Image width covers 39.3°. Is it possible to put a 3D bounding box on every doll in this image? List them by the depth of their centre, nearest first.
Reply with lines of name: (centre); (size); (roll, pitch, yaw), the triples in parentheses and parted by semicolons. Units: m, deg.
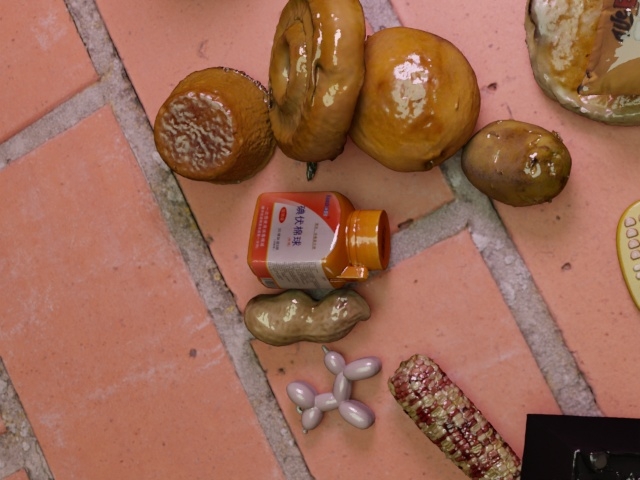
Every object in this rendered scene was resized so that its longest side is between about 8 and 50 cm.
doll: (0.020, 0.266, 1.556); (0.160, 0.059, 0.161); (10, 94, 16)

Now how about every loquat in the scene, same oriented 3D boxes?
loquat: (0.143, -0.227, 1.439); (0.238, 0.193, 0.239); (-7, 76, 30)

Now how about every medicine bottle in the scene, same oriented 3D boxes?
medicine bottle: (0.000, 0.000, 1.509); (0.222, 0.112, 0.150); (-1, 63, 16)

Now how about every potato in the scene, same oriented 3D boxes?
potato: (0.316, -0.123, 1.432); (0.175, 0.137, 0.137); (29, 99, 33)

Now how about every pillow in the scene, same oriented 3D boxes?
pillow: (0.550, -0.342, 1.289); (0.312, 0.119, 0.310); (9, 97, 4)

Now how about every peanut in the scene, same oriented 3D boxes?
peanut: (-0.023, 0.131, 1.549); (0.227, 0.086, 0.104); (-3, 116, 14)

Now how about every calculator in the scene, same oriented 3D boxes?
calculator: (0.552, 0.043, 1.410); (0.146, 0.032, 0.235); (-20, 84, 16)

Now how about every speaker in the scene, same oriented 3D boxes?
speaker: (0.439, 0.369, 1.308); (0.232, 0.254, 0.184); (3, 92, -4)

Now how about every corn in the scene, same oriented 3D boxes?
corn: (0.230, 0.311, 1.480); (0.098, 0.098, 0.290); (-45, 83, 12)

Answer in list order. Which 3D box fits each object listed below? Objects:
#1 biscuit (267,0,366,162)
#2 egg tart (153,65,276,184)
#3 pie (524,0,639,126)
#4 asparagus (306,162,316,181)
biscuit: (-0.019, -0.272, 1.438); (0.101, 0.296, 0.297); (5, 93, -21)
egg tart: (-0.186, -0.190, 1.551); (0.215, 0.171, 0.215); (3, 106, 9)
pie: (0.487, -0.336, 1.401); (0.338, 0.077, 0.339); (1, 94, 10)
asparagus: (-0.018, -0.220, 1.577); (0.023, 0.022, 0.233); (-1, 89, -12)
